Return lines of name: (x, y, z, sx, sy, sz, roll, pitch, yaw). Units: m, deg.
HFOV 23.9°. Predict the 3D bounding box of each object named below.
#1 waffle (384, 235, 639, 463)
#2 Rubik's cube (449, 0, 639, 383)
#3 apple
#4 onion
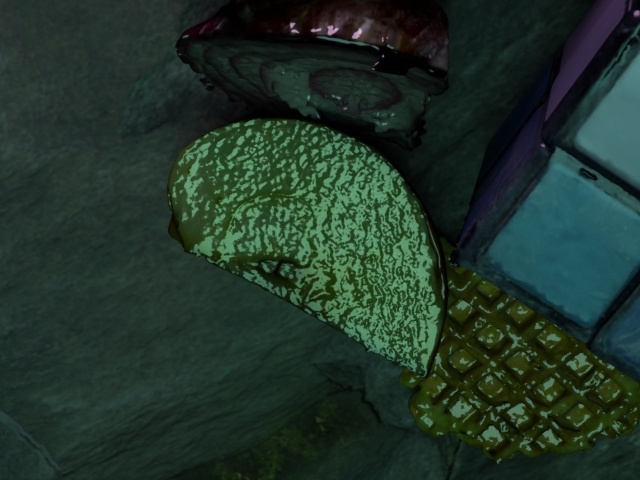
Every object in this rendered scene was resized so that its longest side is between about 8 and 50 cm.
waffle: (0.228, 0.125, 1.750, 0.325, 0.068, 0.302, 0, 116, 10)
Rubik's cube: (0.353, -0.066, 1.488, 0.313, 0.316, 0.318, 33, 118, -3)
apple: (0.000, 0.000, 1.646, 0.346, 0.179, 0.254, 28, 153, 6)
onion: (0.001, -0.208, 1.538, 0.280, 0.314, 0.146, 16, 82, -4)
